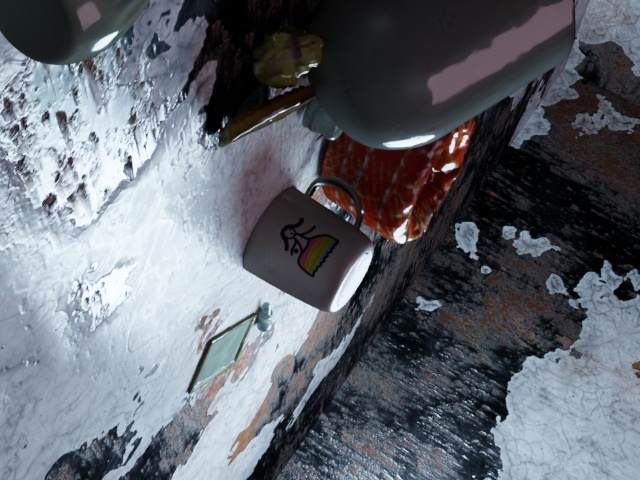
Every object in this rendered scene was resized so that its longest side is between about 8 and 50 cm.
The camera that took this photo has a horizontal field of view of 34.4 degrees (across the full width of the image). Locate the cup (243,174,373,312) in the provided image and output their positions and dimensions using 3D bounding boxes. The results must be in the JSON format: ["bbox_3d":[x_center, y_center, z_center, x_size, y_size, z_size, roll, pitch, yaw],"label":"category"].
[{"bbox_3d":[0.000,0.000,2.042,0.253,0.200,0.191,-58,165,-8],"label":"cup"}]

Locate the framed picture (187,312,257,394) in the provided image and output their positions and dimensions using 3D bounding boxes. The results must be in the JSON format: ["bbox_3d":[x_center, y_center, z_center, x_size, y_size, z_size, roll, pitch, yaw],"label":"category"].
[{"bbox_3d":[-0.206,0.237,2.193,0.201,0.010,0.136,-27,146,-63],"label":"framed picture"}]

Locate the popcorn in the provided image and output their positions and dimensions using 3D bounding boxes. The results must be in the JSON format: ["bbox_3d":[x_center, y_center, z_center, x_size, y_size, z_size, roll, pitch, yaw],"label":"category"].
[{"bbox_3d":[-0.053,-0.277,1.575,0.109,0.089,0.097,-51,-177,-14],"label":"popcorn"}]

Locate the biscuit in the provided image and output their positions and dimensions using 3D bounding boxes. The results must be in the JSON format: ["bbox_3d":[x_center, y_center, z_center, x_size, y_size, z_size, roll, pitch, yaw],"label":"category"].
[{"bbox_3d":[-0.087,-0.197,1.621,0.176,0.031,0.228,-28,-175,-4],"label":"biscuit"}]

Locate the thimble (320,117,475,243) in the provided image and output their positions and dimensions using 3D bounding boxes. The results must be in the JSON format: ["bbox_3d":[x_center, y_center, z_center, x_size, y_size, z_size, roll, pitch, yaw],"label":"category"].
[{"bbox_3d":[0.162,-0.181,2.173,0.350,0.230,0.350,-52,162,-24],"label":"thimble"}]

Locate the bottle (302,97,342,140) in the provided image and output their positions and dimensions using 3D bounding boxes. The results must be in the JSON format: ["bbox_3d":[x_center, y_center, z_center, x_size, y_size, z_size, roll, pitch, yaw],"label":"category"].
[{"bbox_3d":[0.056,-0.311,1.858,0.270,0.083,0.083,-63,165,9],"label":"bottle"}]

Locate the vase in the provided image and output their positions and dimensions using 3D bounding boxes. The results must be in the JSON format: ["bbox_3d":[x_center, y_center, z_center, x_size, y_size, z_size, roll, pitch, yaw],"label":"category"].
[{"bbox_3d":[-0.211,-0.272,1.008,0.248,0.128,0.128,-58,168,-45],"label":"vase"}]

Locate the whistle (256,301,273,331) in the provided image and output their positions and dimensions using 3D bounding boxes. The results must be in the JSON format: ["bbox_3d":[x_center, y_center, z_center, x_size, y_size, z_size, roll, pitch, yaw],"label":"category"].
[{"bbox_3d":[-0.123,0.170,2.289,0.035,0.035,0.100,-48,159,-37],"label":"whistle"}]

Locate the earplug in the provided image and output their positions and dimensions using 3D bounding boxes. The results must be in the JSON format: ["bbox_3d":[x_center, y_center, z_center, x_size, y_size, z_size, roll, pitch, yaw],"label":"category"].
[{"bbox_3d":[0.173,-0.327,1.691,0.394,0.313,0.313,-35,159,-11],"label":"earplug"}]
